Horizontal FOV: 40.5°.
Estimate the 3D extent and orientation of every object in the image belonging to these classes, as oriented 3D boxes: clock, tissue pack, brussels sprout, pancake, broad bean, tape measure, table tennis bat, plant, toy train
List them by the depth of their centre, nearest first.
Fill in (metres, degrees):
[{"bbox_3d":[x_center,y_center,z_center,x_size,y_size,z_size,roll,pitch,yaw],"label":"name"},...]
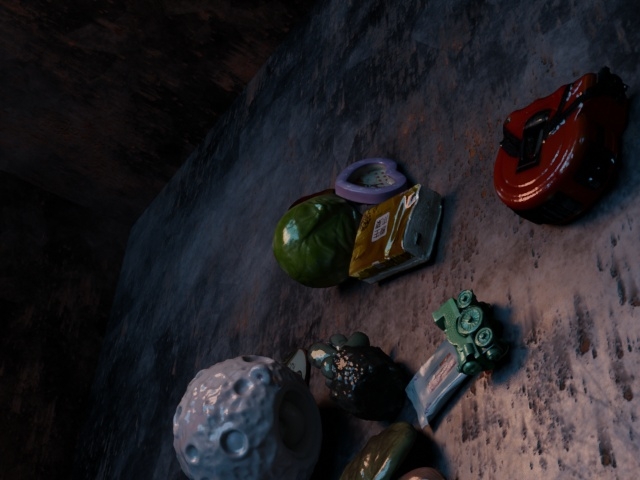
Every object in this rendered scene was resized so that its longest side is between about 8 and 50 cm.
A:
[{"bbox_3d":[0.429,-0.159,1.580,0.253,0.114,0.261,-24,46,56],"label":"tape measure"},{"bbox_3d":[0.275,0.170,1.600,0.104,0.071,0.178,-41,34,18],"label":"toy train"},{"bbox_3d":[0.090,0.433,1.653,0.242,0.050,0.242,-48,0,0],"label":"pancake"},{"bbox_3d":[0.236,0.256,1.669,0.193,0.026,0.123,-55,26,17],"label":"tissue pack"},{"bbox_3d":[0.068,0.274,1.844,0.149,0.146,0.274,-65,24,4],"label":"plant"},{"bbox_3d":[0.172,-0.011,1.986,0.226,0.091,0.183,-30,42,55],"label":"tissue pack"},{"bbox_3d":[0.121,-0.134,2.154,0.198,0.172,0.064,-115,13,-59],"label":"clock"},{"bbox_3d":[0.000,0.000,2.157,0.244,0.244,0.244,-45,30,36],"label":"brussels sprout"},{"bbox_3d":[-0.084,0.407,2.179,0.173,0.022,0.301,-41,31,42],"label":"table tennis bat"},{"bbox_3d":[-0.007,-0.066,2.363,0.156,0.122,0.228,-47,21,-29],"label":"broad bean"}]

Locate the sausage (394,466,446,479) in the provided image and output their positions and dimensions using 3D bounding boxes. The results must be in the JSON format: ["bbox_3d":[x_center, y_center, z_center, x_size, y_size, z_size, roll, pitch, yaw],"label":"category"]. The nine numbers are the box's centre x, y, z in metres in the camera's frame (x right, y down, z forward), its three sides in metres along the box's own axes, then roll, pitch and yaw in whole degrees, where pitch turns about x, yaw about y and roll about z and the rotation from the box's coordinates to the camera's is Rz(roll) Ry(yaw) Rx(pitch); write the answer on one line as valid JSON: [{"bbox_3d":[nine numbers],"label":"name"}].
[{"bbox_3d":[0.097,0.520,1.625,0.433,0.087,0.088,-43,31,38],"label":"sausage"}]

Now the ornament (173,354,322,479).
[{"bbox_3d":[-0.170,0.424,1.938,0.337,0.337,0.337,-45,30,36],"label":"ornament"}]
